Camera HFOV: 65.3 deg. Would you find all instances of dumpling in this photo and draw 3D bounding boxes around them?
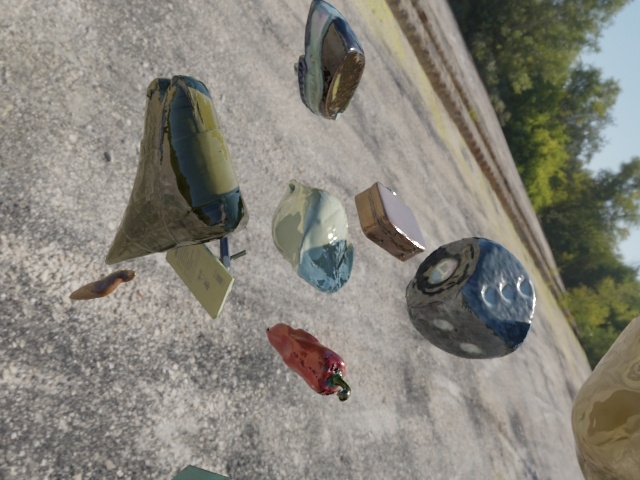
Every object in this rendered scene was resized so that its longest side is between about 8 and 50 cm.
[{"bbox_3d":[0.000,0.000,0.887,0.179,0.132,0.252,46,20,-33],"label":"dumpling"}]

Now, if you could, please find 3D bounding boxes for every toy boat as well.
[{"bbox_3d":[0.003,-0.305,0.861,0.115,0.114,0.262,47,-13,9],"label":"toy boat"}]

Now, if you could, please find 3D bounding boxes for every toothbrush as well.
[{"bbox_3d":[-0.201,-0.031,1.031,0.026,0.024,0.287,-155,-117,-73],"label":"toothbrush"}]

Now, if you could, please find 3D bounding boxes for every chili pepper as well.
[{"bbox_3d":[-0.036,0.301,1.278,0.110,0.388,0.110,-16,117,-35],"label":"chili pepper"}]

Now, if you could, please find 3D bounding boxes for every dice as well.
[{"bbox_3d":[0.292,0.114,0.978,0.183,0.181,0.182,42,59,-17],"label":"dice"}]

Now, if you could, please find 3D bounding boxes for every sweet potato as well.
[{"bbox_3d":[-0.641,0.136,1.479,0.058,0.202,0.055,68,-13,-4],"label":"sweet potato"}]

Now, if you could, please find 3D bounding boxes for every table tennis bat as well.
[{"bbox_3d":[-0.313,0.069,1.618,0.095,0.158,0.014,-138,-155,-71],"label":"table tennis bat"}]

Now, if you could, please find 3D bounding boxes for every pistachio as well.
[{"bbox_3d":[0.619,0.309,0.900,0.365,0.282,0.445,83,30,-73],"label":"pistachio"}]

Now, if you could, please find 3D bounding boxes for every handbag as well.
[{"bbox_3d":[0.161,-0.044,1.153,0.193,0.072,0.151,31,36,-42],"label":"handbag"}]

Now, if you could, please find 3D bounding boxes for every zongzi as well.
[{"bbox_3d":[-0.292,-0.110,0.849,0.145,0.300,0.273,-41,116,-71],"label":"zongzi"}]

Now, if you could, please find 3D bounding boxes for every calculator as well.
[{"bbox_3d":[-0.437,0.832,1.571,0.274,0.249,0.058,-32,111,-52],"label":"calculator"}]

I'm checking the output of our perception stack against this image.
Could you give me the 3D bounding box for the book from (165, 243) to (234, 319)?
[{"bbox_3d":[-0.260,0.058,1.050,0.013,0.168,0.192,-30,70,-39],"label":"book"}]
